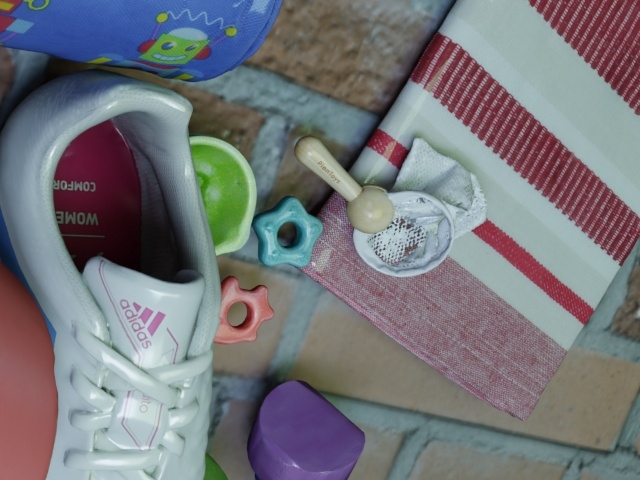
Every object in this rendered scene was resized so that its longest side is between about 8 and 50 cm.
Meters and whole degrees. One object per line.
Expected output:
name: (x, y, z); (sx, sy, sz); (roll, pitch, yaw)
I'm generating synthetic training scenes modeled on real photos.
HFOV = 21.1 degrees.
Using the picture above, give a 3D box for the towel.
towel: (0.141, -0.070, 1.093); (0.237, 0.037, 0.329); (37, 83, -40)

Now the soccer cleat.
soccer cleat: (-0.106, 0.080, 0.821); (0.116, 0.143, 0.331); (-2, 87, -30)

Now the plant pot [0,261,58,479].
plant pot: (-0.255, 0.053, 0.696); (0.275, 0.275, 0.243); (-58, 141, -2)

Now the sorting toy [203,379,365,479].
sorting toy: (-0.138, 0.194, 0.966); (0.365, 0.127, 0.126); (-22, 151, -32)

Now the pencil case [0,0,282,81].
pencil case: (-0.161, -0.153, 0.759); (0.306, 0.133, 0.119); (8, 148, -40)

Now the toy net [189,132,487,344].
toy net: (0.000, 0.000, 0.968); (0.232, 0.045, 0.122); (-1, 99, -24)
